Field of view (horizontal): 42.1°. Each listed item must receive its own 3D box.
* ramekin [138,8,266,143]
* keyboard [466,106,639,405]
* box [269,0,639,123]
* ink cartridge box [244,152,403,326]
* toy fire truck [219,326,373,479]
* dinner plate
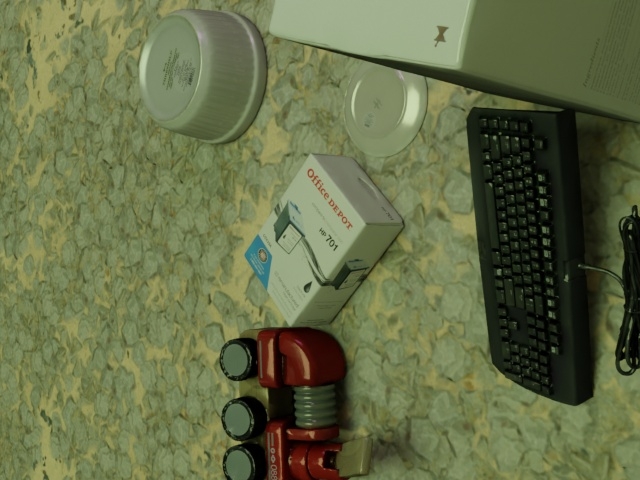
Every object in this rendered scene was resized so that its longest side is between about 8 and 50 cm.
[{"bbox_3d":[-0.189,-0.256,1.274,0.207,0.109,0.207,-2,87,44],"label":"ramekin"},{"bbox_3d":[0.237,0.025,0.827,0.202,0.033,0.317,11,120,45],"label":"keyboard"},{"bbox_3d":[0.161,-0.225,0.766,0.215,0.345,0.168,22,105,42],"label":"box"},{"bbox_3d":[0.000,0.000,1.103,0.139,0.082,0.190,54,125,31],"label":"ink cartridge box"},{"bbox_3d":[-0.011,0.223,1.077,0.246,0.158,0.217,-4,86,33],"label":"toy fire truck"},{"bbox_3d":[0.078,-0.179,1.076,0.141,0.017,0.141,0,90,46],"label":"dinner plate"}]
